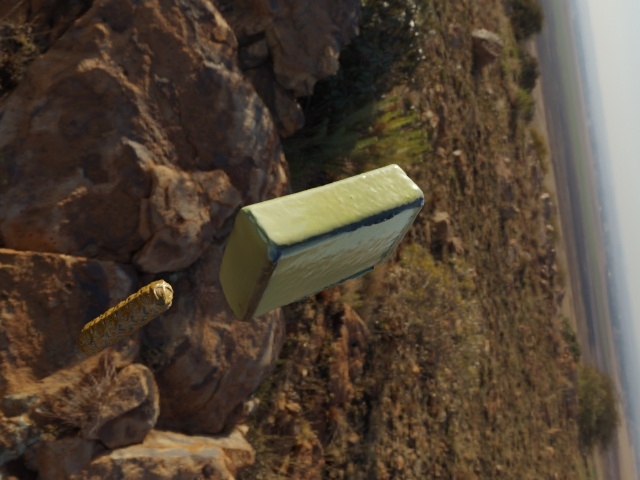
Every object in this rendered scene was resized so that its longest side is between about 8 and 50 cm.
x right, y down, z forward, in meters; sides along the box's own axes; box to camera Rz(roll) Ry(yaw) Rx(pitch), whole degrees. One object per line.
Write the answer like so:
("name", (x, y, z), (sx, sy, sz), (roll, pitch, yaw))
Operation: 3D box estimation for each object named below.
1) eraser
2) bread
("eraser", (0.000, 0.000, 0.513), (0.172, 0.117, 0.058), (-20, 64, -33))
("bread", (-0.281, 0.111, 0.825), (0.044, 0.157, 0.052), (55, 5, -29))
